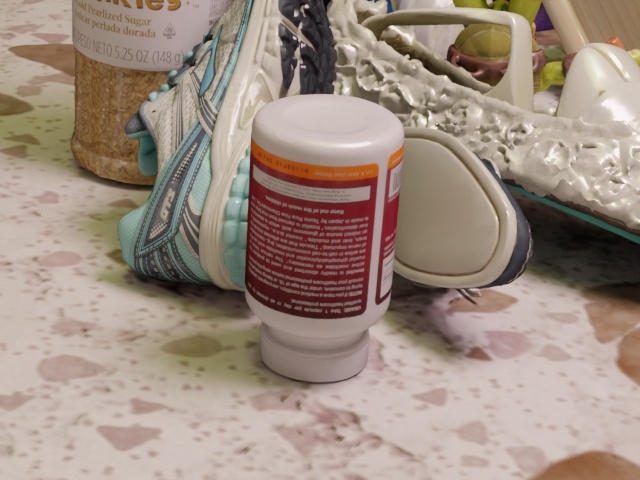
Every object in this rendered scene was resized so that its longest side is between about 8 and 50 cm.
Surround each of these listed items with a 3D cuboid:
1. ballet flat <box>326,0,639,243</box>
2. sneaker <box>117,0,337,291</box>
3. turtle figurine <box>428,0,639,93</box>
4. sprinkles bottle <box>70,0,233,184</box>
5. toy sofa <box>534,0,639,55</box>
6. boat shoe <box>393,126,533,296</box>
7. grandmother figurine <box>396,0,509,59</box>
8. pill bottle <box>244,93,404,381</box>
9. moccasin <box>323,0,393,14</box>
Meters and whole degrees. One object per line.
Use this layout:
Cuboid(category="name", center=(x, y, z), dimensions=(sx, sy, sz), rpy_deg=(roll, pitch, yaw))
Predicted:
Cuboid(category="ballet flat", center=(0.141, -0.090, 1.118), dimensions=(0.409, 0.147, 0.147), rpy_deg=(21, 30, 33))
Cuboid(category="sneaker", center=(-0.067, -0.095, 1.052), dimensions=(0.122, 0.110, 0.283), rpy_deg=(-3, 53, 18))
Cuboid(category="turtle figurine", center=(0.126, -0.160, 1.244), dimensions=(0.270, 0.217, 0.087), rpy_deg=(8, 40, 22))
Cuboid(category="sprinkles bottle", center=(-0.116, -0.221, 1.118), dimensions=(0.121, 0.355, 0.121), rpy_deg=(3, 25, -1))
Cuboid(category="toy sofa", center=(0.368, -0.209, 1.435), dimensions=(0.363, 0.177, 0.150), rpy_deg=(-11, 69, -30))
Cuboid(category="boat shoe", center=(0.066, -0.020, 1.030), dimensions=(0.079, 0.095, 0.254), rpy_deg=(23, -1, -32))
Cuboid(category="grandmother figurine", center=(0.165, -0.254, 1.558), dimensions=(0.208, 0.104, 0.342), rpy_deg=(-14, 17, 31))
Cuboid(category="pill bottle", center=(0.000, 0.000, 0.905), dimensions=(0.086, 0.152, 0.086), rpy_deg=(3, 25, -2))
Cuboid(category="moccasin", center=(-0.024, -0.211, 1.303), dimensions=(0.117, 0.137, 0.342), rpy_deg=(-18, -20, 12))
